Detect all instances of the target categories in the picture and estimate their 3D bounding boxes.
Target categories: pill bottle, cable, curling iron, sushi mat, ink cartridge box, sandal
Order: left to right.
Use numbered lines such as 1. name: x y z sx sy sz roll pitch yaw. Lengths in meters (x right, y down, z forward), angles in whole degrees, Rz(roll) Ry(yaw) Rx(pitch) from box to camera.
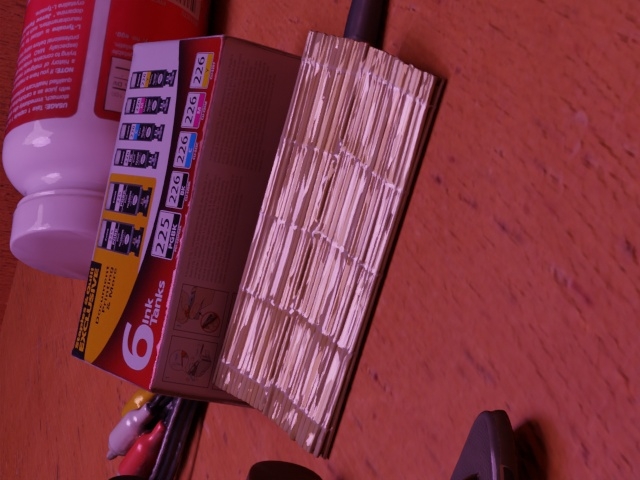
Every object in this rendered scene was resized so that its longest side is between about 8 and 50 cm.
1. pill bottle: -0.261 -0.168 1.716 0.229 0.229 0.407 140 139 -61
2. cable: -0.156 0.158 1.446 0.139 0.072 0.287 -95 25 -48
3. ink cartridge box: -0.125 -0.022 1.312 0.272 0.130 0.309 9 87 60
4. sushi mat: 0.000 0.000 1.101 0.151 0.019 0.316 31 110 47
5. curling iron: 0.023 -0.148 1.176 0.068 0.035 0.274 -172 94 -71
6. sandal: 0.058 0.189 0.824 0.090 0.060 0.219 -99 28 -47

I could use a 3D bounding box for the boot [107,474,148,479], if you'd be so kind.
1. boot: -0.201 0.408 1.425 0.236 0.089 0.269 -107 29 -52

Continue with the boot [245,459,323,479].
1. boot: -0.047 0.300 0.955 0.283 0.109 0.220 -111 32 -74
